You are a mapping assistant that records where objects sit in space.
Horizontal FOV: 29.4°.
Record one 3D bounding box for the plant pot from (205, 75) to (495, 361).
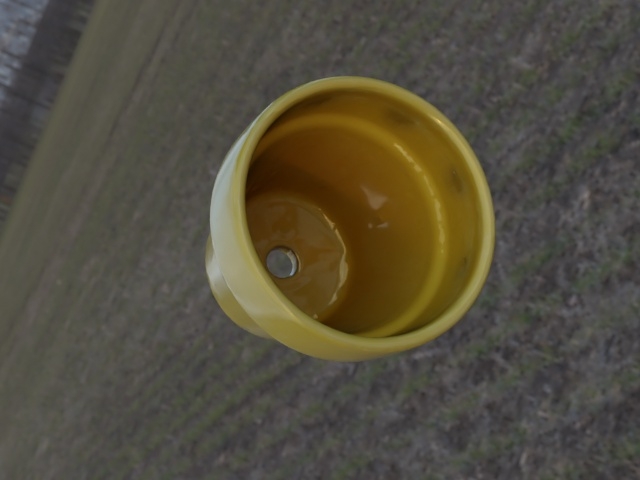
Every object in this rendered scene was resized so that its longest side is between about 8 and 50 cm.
[{"bbox_3d":[0.000,0.000,1.171,0.239,0.254,0.254,-32,38,63],"label":"plant pot"}]
